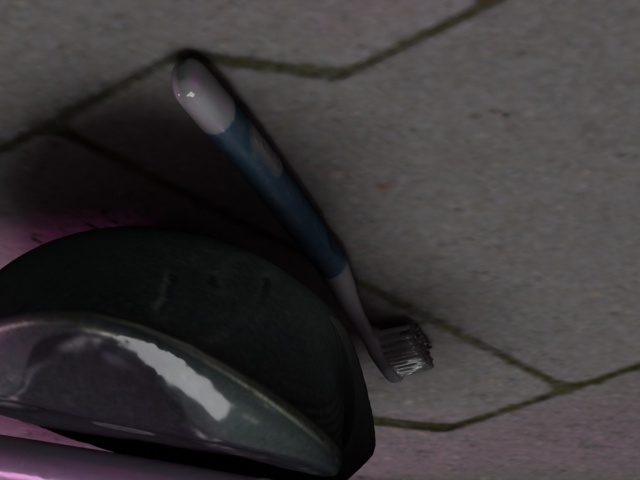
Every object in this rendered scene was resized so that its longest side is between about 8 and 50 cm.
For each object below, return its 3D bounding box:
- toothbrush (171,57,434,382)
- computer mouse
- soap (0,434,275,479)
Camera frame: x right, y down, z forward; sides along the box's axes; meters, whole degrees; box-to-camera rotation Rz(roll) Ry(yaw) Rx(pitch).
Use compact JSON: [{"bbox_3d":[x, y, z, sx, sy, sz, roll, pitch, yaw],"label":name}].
[{"bbox_3d":[0.000,0.000,0.831,0.025,0.019,0.276,-14,149,14],"label":"toothbrush"},{"bbox_3d":[-0.056,0.056,0.877,0.167,0.090,0.379,12,169,6],"label":"computer mouse"},{"bbox_3d":[-0.081,0.143,0.894,0.265,0.088,0.160,2,166,42],"label":"soap"}]
